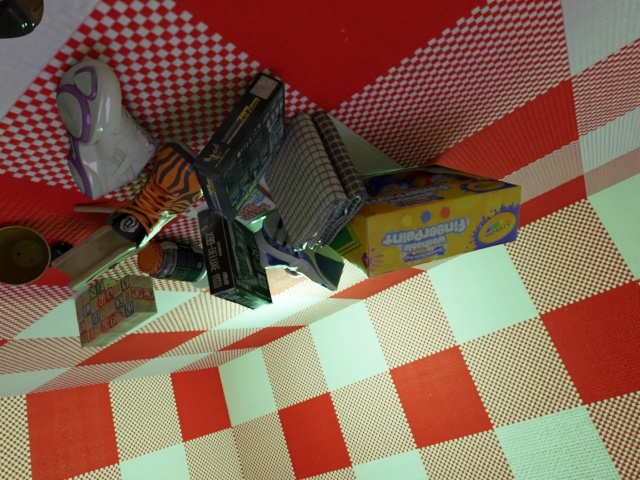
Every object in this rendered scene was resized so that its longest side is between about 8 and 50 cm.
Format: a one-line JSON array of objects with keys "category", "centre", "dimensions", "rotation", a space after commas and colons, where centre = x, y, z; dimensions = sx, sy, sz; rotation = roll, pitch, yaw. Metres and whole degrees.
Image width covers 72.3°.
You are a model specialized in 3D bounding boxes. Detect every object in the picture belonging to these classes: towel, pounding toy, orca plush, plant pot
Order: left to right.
[{"category": "plant pot", "centre": [-0.695, 0.034, 1.022], "dimensions": [0.134, 0.134, 0.095], "rotation": [-12, -176, -19]}, {"category": "pounding toy", "centre": [-0.537, -0.010, 1.078], "dimensions": [0.269, 0.155, 0.154], "rotation": [-36, -175, -3]}, {"category": "orca plush", "centre": [-0.368, 0.067, 1.492], "dimensions": [0.151, 0.102, 0.287], "rotation": [28, 140, 2]}, {"category": "towel", "centre": [-0.014, -0.127, 1.041], "dimensions": [0.121, 0.235, 0.284], "rotation": [-15, 161, -26]}]

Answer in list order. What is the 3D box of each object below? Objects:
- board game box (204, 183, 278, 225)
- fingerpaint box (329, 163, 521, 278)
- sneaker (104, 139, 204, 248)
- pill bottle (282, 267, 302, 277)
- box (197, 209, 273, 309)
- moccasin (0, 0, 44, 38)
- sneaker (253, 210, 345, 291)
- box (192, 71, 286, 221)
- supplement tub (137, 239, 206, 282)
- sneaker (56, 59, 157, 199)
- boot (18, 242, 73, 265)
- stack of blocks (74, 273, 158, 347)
[{"category": "board game box", "centre": [-0.204, -0.106, 1.216], "dimensions": [0.124, 0.039, 0.259], "rotation": [-23, 162, 10]}, {"category": "fingerpaint box", "centre": [0.241, -0.083, 1.208], "dimensions": [0.444, 0.163, 0.371], "rotation": [-12, -158, -18]}, {"category": "sneaker", "centre": [-0.330, -0.073, 0.889], "dimensions": [0.180, 0.124, 0.321], "rotation": [-50, -172, -28]}, {"category": "pill bottle", "centre": [0.000, 0.000, 1.485], "dimensions": [0.283, 0.161, 0.161], "rotation": [-28, 158, 22]}, {"category": "box", "centre": [-0.247, 0.065, 1.310], "dimensions": [0.076, 0.243, 0.307], "rotation": [-17, 160, 8]}, {"category": "moccasin", "centre": [-0.358, -0.339, 0.337], "dimensions": [0.139, 0.147, 0.380], "rotation": [-6, 165, 7]}, {"category": "sneaker", "centre": [-0.086, 0.043, 1.377], "dimensions": [0.315, 0.128, 0.182], "rotation": [38, 144, -20]}, {"category": "box", "centre": [-0.144, -0.173, 0.845], "dimensions": [0.233, 0.059, 0.183], "rotation": [-61, 171, -21]}, {"category": "supplement tub", "centre": [-0.440, 0.062, 1.315], "dimensions": [0.117, 0.117, 0.190], "rotation": [-28, 158, 23]}, {"category": "sneaker", "centre": [-0.364, -0.197, 0.768], "dimensions": [0.152, 0.114, 0.305], "rotation": [-29, 168, -35]}, {"category": "boot", "centre": [-0.701, 0.038, 1.120], "dimensions": [0.099, 0.045, 0.121], "rotation": [-21, 167, 13]}, {"category": "stack of blocks", "centre": [-0.667, 0.213, 1.422], "dimensions": [0.297, 0.171, 0.087], "rotation": [-30, 157, 26]}]
